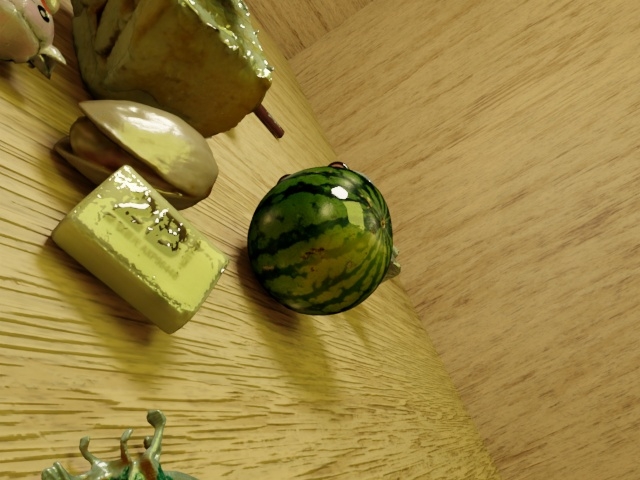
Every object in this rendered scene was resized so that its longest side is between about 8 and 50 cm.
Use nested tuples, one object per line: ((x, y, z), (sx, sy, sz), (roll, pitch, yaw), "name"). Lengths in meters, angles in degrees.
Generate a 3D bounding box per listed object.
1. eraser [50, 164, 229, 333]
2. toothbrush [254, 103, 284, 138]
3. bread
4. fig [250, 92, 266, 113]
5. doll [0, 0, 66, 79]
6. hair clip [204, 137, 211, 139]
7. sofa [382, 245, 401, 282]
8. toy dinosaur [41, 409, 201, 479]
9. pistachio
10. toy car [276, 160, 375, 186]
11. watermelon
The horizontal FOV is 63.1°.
((-0.197, 0.009, 0.596), (0.172, 0.058, 0.117), (45, 39, -16), "eraser")
((-0.228, -0.464, 1.738), (0.364, 0.040, 0.041), (44, 19, -47), "toothbrush")
((-0.274, -0.356, 0.862), (0.239, 0.264, 0.395), (18, 41, -53), "bread")
((-0.220, -0.407, 1.326), (0.181, 0.181, 0.191), (57, -9, -10), "fig")
((-0.381, -0.282, 0.611), (0.149, 0.095, 0.192), (30, 33, -54), "doll")
((-0.300, -0.333, 1.106), (0.257, 0.075, 0.146), (50, 12, -10), "hair clip")
((0.130, 0.085, 1.491), (0.176, 0.210, 0.225), (52, 11, -34), "sofa")
((-0.156, 0.223, 0.459), (0.106, 0.044, 0.187), (-77, 149, -54), "toy dinosaur")
((-0.231, -0.109, 0.695), (0.215, 0.144, 0.144), (15, 44, -52), "pistachio")
((0.014, -0.061, 1.306), (0.180, 0.270, 0.213), (21, 59, -71), "toy car")
((0.000, 0.000, 1.004), (0.285, 0.285, 0.285), (55, 13, -20), "watermelon")
